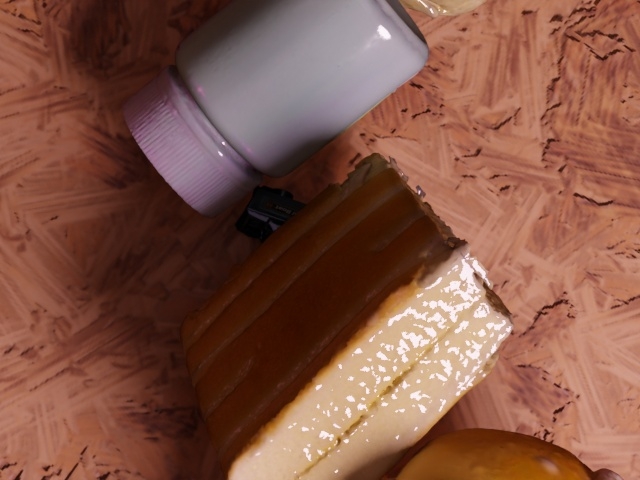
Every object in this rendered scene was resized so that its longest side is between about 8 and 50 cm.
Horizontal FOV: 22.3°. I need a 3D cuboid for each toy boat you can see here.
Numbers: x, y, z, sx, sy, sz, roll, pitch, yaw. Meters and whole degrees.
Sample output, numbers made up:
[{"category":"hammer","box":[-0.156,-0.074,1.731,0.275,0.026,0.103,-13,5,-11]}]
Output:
[{"category":"toy boat","box":[0.000,0.000,1.369,0.141,0.055,0.060,20,71,-8]}]

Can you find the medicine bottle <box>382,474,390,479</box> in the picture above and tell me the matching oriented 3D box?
[{"category":"medicine bottle","box":[0.078,0.288,1.320,0.096,0.096,0.192,-42,91,-13]}]

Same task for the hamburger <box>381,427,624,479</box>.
[{"category":"hamburger","box":[0.141,0.284,1.164,0.261,0.186,0.303,11,55,-37]}]

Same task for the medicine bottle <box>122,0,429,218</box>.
[{"category":"medicine bottle","box":[-0.036,-0.133,1.308,0.225,0.139,0.139,-38,90,10]}]

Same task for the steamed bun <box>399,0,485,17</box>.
[{"category":"steamed bun","box":[0.107,-0.339,1.381,0.232,0.166,0.273,32,78,-3]}]

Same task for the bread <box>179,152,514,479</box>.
[{"category":"bread","box":[0.015,0.066,1.241,0.246,0.239,0.111,-44,118,8]}]
